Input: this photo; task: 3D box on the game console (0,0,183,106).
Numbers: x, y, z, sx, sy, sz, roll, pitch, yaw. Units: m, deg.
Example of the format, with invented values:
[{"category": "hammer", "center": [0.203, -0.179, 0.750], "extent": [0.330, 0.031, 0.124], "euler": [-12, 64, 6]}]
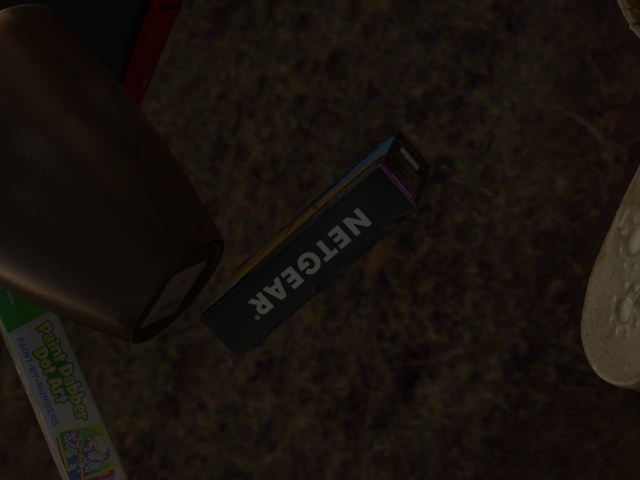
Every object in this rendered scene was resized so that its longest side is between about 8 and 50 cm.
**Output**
[{"category": "game console", "center": [-0.331, -0.243, 1.278], "extent": [0.386, 0.060, 0.342], "euler": [36, 124, 14]}]

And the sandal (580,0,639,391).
[{"category": "sandal", "center": [0.113, -0.069, 0.372], "extent": [0.088, 0.079, 0.240], "euler": [-131, 57, -65]}]

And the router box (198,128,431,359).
[{"category": "router box", "center": [0.000, 0.000, 0.946], "extent": [0.179, 0.046, 0.133], "euler": [-41, 6, 17]}]

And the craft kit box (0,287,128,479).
[{"category": "craft kit box", "center": [-0.266, 0.143, 1.258], "extent": [0.249, 0.061, 0.246], "euler": [65, 162, 9]}]

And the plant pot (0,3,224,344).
[{"category": "plant pot", "center": [-0.196, -0.031, 0.999], "extent": [0.230, 0.215, 0.215], "euler": [40, 118, 11]}]
